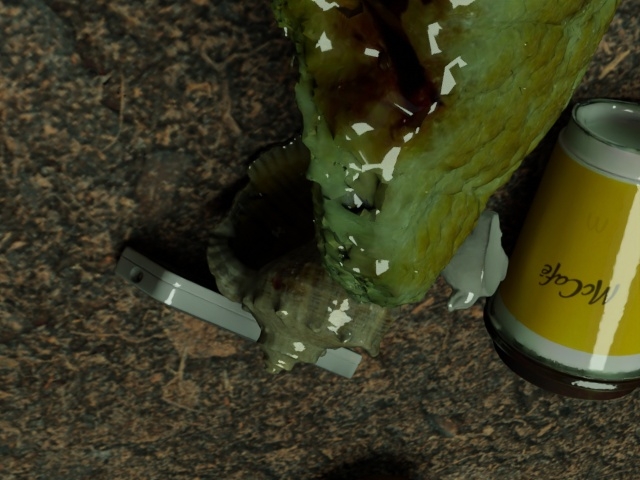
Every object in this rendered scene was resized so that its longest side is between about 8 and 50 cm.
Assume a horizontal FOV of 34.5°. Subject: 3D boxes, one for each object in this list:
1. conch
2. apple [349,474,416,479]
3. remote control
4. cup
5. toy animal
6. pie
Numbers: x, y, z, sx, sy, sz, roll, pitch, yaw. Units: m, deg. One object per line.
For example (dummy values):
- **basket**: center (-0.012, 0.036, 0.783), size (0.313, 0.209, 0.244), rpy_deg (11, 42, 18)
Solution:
- **conch**: center (0.000, 0.000, 0.893), size (0.178, 0.163, 0.245), rpy_deg (30, 79, -4)
- **apple**: center (0.072, 0.379, 1.260), size (0.169, 0.181, 0.181), rpy_deg (11, 124, -32)
- **remote control**: center (-0.073, 0.071, 0.972), size (0.250, 0.103, 0.034), rpy_deg (27, 88, -38)
- **cup**: center (0.279, 0.011, 1.026), size (0.197, 0.196, 0.279), rpy_deg (-4, 123, -21)
- **toy animal**: center (0.077, 0.004, 0.978), size (0.127, 0.182, 0.131), rpy_deg (-66, 151, -21)
- **pie**: center (0.103, -0.171, 0.731), size (0.395, 0.181, 0.418), rpy_deg (-43, 148, -37)
